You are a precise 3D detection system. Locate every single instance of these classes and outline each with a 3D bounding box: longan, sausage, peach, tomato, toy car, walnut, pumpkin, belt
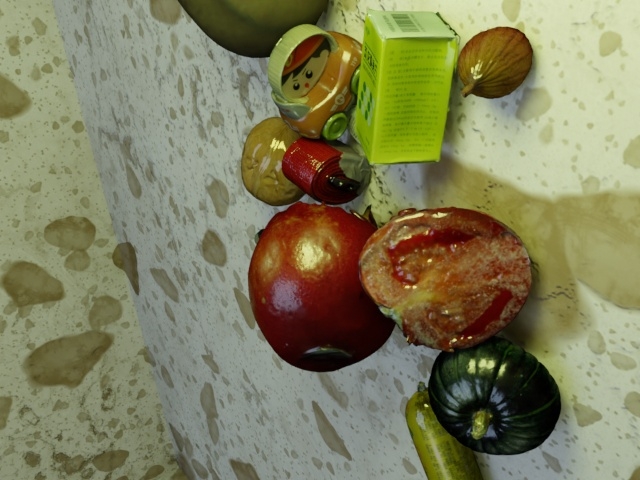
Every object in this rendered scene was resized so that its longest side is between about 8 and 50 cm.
[{"bbox_3d":[-0.147,-0.551,1.222,0.361,0.361,0.360,32,134,41],"label":"longan"},{"bbox_3d":[0.287,0.487,1.417,0.123,0.123,0.347,-16,96,57],"label":"sausage"},{"bbox_3d":[0.010,0.122,1.352,0.406,0.335,0.310,85,-172,-53],"label":"peach"},{"bbox_3d":[0.230,0.047,1.164,0.170,0.309,0.308,-76,-25,-73],"label":"tomato"},{"bbox_3d":[-0.022,-0.329,1.233,0.145,0.235,0.235,41,139,33],"label":"toy car"},{"bbox_3d":[-0.101,-0.193,1.502,0.193,0.193,0.225,41,136,33],"label":"walnut"},{"bbox_3d":[0.327,0.303,1.175,0.250,0.216,0.249,11,119,21],"label":"pumpkin"},{"bbox_3d":[0.022,-0.149,1.342,0.124,0.201,0.128,40,113,32],"label":"belt"}]

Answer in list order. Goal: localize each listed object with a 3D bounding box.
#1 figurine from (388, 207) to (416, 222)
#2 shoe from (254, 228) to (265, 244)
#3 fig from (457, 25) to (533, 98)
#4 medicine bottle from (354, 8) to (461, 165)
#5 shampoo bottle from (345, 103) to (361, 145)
[{"bbox_3d":[0.175,-0.023,1.316,0.083,0.067,0.071,123,139,-70],"label":"figurine"},{"bbox_3d":[-0.133,-0.009,1.759,0.099,0.071,0.169,-65,28,18],"label":"shoe"},{"bbox_3d":[0.256,-0.277,0.975,0.119,0.153,0.119,50,150,43],"label":"fig"},{"bbox_3d":[0.147,-0.273,1.102,0.137,0.141,0.250,-101,10,-52],"label":"medicine bottle"},{"bbox_3d":[0.080,-0.261,1.322,0.152,0.045,0.077,49,145,22],"label":"shampoo bottle"}]
